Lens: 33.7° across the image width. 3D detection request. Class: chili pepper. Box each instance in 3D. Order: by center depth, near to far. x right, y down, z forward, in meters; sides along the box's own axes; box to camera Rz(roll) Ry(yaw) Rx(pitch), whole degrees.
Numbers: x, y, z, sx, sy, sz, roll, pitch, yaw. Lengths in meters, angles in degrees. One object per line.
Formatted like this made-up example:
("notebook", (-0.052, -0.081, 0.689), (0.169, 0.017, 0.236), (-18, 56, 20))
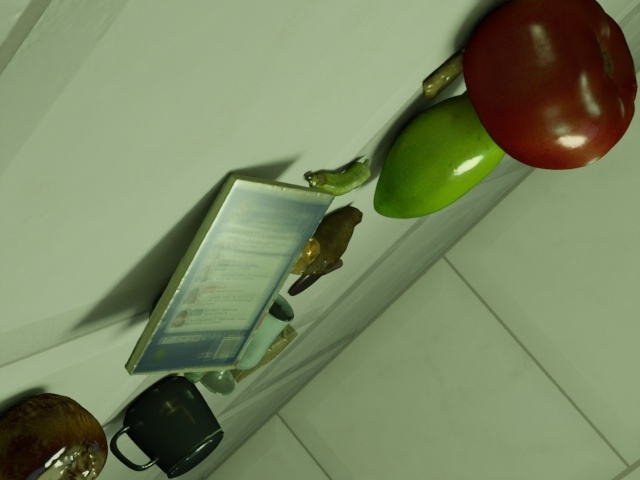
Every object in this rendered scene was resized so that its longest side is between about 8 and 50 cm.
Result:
("chili pepper", (0.025, -0.094, 1.709), (0.049, 0.043, 0.208), (-32, 175, 32))

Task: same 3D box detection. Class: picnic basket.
("picnic basket", (-0.140, 0.233, 2.352), (0.164, 0.079, 0.115), (-30, 165, -45))

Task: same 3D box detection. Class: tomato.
("tomato", (0.343, -0.252, 1.621), (0.226, 0.299, 0.298), (-12, -171, 37))

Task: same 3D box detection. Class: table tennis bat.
("table tennis bat", (0.023, 0.115, 2.342), (0.170, 0.119, 0.107), (-27, 163, -46))

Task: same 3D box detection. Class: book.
("book", (-0.124, 0.055, 1.485), (0.228, 0.018, 0.322), (7, 118, -54))

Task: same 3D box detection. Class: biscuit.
("biscuit", (0.199, -0.263, 1.690), (0.083, 0.018, 0.081), (-41, 169, -1))

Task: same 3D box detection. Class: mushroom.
("mushroom", (-0.429, 0.333, 1.549), (0.253, 0.153, 0.253), (-36, 160, -15))

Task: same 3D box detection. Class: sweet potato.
("sweet potato", (0.005, 0.005, 1.919), (0.112, 0.085, 0.286), (-53, 165, 32))

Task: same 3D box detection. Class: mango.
("mango", (0.194, -0.130, 1.840), (0.192, 0.156, 0.343), (-23, 166, -35))

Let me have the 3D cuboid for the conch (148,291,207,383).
("conch", (-0.172, 0.116, 1.620), (0.176, 0.122, 0.188), (16, 114, -44))

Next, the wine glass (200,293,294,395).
("wine glass", (-0.153, 0.203, 2.137), (0.231, 0.103, 0.103), (-50, 166, 25))

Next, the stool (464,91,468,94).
("stool", (0.339, -0.254, 1.930), (0.110, 0.134, 0.135), (-49, 176, -3))

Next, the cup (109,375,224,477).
("cup", (-0.315, 0.393, 2.141), (0.223, 0.176, 0.169), (-34, 170, -37))
